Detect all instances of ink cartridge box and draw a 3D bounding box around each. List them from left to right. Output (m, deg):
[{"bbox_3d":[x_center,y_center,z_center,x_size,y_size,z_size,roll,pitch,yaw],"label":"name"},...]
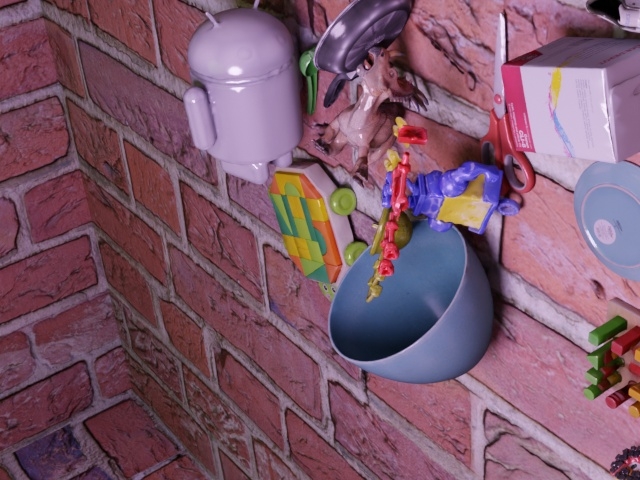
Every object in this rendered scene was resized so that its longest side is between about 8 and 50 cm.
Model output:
[{"bbox_3d":[0.348,-0.185,1.273,0.176,0.128,0.127,17,127,55],"label":"ink cartridge box"}]

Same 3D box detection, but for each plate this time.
[{"bbox_3d":[0.424,-0.023,1.388,0.188,0.024,0.188,39,143,37],"label":"plate"}]

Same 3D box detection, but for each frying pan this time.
[{"bbox_3d":[0.043,-0.294,1.597,0.053,0.197,0.326,49,132,13],"label":"frying pan"}]

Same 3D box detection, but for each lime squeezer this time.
[{"bbox_3d":[0.016,-0.313,1.817,0.310,0.059,0.109,-16,98,61],"label":"lime squeezer"}]

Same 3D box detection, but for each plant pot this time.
[{"bbox_3d":[0.186,0.133,1.707,0.195,0.290,0.290,41,165,-32],"label":"plant pot"}]

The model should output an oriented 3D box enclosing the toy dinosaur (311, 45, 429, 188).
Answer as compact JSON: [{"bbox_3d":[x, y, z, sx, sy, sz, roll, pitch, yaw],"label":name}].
[{"bbox_3d":[0.095,-0.205,1.686,0.127,0.200,0.296,40,180,5],"label":"toy dinosaur"}]

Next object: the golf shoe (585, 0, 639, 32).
[{"bbox_3d":[0.397,-0.263,1.175,0.176,0.086,0.069,33,137,42],"label":"golf shoe"}]

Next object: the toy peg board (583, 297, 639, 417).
[{"bbox_3d":[0.462,0.196,1.442,0.161,0.079,0.161,34,140,45],"label":"toy peg board"}]

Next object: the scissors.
[{"bbox_3d":[0.267,-0.202,1.511,0.109,0.021,0.297,19,130,56],"label":"scissors"}]

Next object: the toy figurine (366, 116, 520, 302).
[{"bbox_3d":[0.202,-0.030,1.562,0.362,0.217,0.191,99,175,-61],"label":"toy figurine"}]

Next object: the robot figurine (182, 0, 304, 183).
[{"bbox_3d":[-0.140,-0.283,1.856,0.200,0.300,0.353,19,132,31],"label":"robot figurine"}]

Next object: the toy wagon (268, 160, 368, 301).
[{"bbox_3d":[0.000,0.000,2.085,0.267,0.068,0.344,12,123,57],"label":"toy wagon"}]

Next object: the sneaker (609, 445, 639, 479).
[{"bbox_3d":[0.545,0.371,1.461,0.092,0.088,0.225,53,158,-24],"label":"sneaker"}]
